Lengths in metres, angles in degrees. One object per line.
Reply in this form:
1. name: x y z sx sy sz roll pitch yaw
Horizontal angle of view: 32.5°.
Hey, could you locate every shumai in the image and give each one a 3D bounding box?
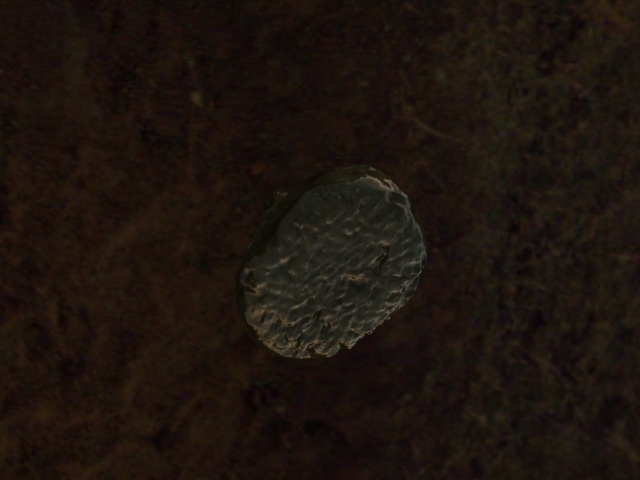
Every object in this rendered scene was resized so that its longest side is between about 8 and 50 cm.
1. shumai: 0.001 0.001 0.643 0.099 0.087 0.124 32 111 -28
